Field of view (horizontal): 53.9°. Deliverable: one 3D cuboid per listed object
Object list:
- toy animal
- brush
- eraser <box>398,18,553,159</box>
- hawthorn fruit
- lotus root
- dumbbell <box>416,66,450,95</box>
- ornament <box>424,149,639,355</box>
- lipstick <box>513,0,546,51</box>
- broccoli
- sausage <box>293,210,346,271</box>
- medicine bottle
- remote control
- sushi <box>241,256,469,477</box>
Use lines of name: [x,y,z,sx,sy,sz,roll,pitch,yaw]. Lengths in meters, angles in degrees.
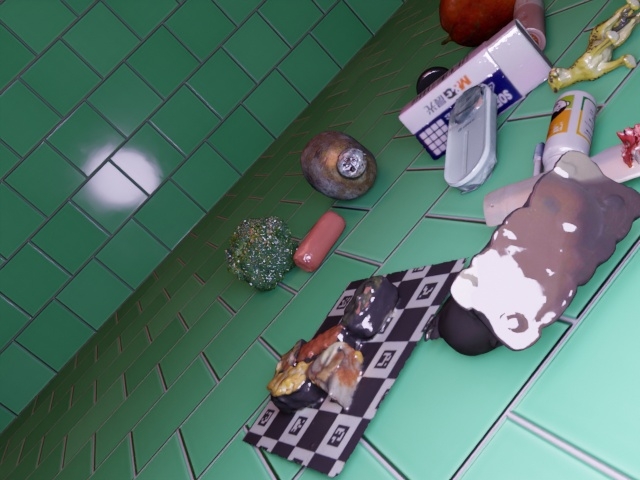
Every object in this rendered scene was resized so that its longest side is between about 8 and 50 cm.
toy animal: [0.475,-0.335,1.065,0.181,0.073,0.136,-57,13,-23]
brush: [0.344,-0.095,0.771,0.321,0.050,0.060,-22,47,35]
eraser: [0.308,-0.299,1.266,0.287,0.130,0.086,-37,16,29]
hawthorn fruit: [0.405,-0.606,1.625,0.261,0.224,0.224,-59,8,31]
lotus root: [0.044,-0.174,1.515,0.175,0.175,0.349,-44,17,3]
dumbbell: [0.278,-0.339,1.467,0.100,0.100,0.191,-38,19,21]
ornament: [0.230,0.036,0.752,0.251,0.106,0.260,-46,-10,-7]
lipstick: [0.468,-0.487,1.414,0.070,0.070,0.254,-33,22,35]
broccoli: [-0.140,0.031,1.517,0.195,0.195,0.156,-49,-17,-11]
sausage: [0.000,0.000,1.403,0.154,0.062,0.062,-54,19,-25]
medicine bottle: [0.338,-0.114,0.897,0.092,0.061,0.220,-41,21,54]
remote control: [0.277,-0.190,1.148,0.104,0.052,0.247,-36,31,46]
sushi: [0.018,0.161,0.971,0.359,0.064,0.343,-53,16,-24]
